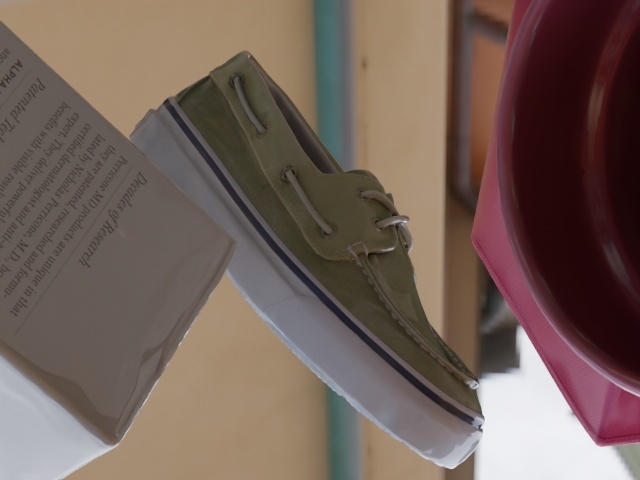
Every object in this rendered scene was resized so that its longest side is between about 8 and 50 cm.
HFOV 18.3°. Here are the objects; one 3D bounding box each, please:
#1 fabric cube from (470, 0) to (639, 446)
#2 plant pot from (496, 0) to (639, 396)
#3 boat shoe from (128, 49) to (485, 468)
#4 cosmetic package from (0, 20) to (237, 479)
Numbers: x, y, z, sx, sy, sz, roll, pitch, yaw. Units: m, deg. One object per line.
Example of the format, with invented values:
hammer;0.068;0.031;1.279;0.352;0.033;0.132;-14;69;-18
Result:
fabric cube;0.282;-0.044;1.409;0.259;0.258;0.254;-6;-143;-17
plant pot;0.201;-0.036;0.783;0.180;0.201;0.201;0;-152;-41
boat shoe;0.000;0.000;1.112;0.094;0.109;0.302;-46;-122;6
cosmetic package;-0.173;0.017;0.952;0.151;0.183;0.151;-32;-159;43
